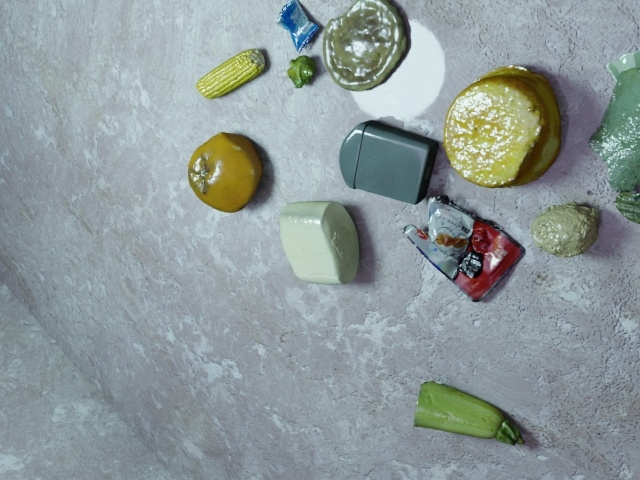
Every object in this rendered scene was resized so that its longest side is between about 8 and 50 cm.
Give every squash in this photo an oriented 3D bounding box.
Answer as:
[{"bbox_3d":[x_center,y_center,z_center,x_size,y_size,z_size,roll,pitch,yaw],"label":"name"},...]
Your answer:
[{"bbox_3d":[0.410,0.475,1.399,0.287,0.137,0.138,8,113,16],"label":"squash"}]

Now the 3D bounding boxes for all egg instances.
[{"bbox_3d":[0.531,-0.022,1.107,0.140,0.116,0.118,-5,101,9],"label":"egg"}]

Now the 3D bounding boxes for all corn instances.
[{"bbox_3d":[-0.265,-0.484,1.494,0.248,0.081,0.081,-16,98,36],"label":"corn"}]

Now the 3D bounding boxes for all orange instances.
[{"bbox_3d":[-0.291,-0.202,1.554,0.248,0.183,0.249,14,115,32],"label":"orange"}]

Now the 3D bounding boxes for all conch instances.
[{"bbox_3d":[-0.057,-0.452,1.368,0.121,0.074,0.089,34,103,46],"label":"conch"}]

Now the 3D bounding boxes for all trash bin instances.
[{"bbox_3d":[0.165,-0.202,1.301,0.236,0.101,0.177,22,117,23],"label":"trash bin"}]

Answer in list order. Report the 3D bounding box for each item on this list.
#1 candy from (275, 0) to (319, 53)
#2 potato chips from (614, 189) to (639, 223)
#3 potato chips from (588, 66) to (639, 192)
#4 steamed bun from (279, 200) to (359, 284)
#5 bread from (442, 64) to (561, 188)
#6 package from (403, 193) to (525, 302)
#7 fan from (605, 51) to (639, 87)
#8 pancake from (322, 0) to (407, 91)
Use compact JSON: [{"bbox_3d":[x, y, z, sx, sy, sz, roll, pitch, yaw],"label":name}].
[{"bbox_3d":[-0.067,-0.574,1.353,0.088,0.038,0.136,-45,71,34],"label":"candy"},{"bbox_3d":[0.706,-0.065,1.018,0.207,0.028,0.092,6,137,30],"label":"potato chips"},{"bbox_3d":[0.618,-0.217,1.007,0.167,0.059,0.228,-26,94,57],"label":"potato chips"},{"bbox_3d":[0.000,0.000,1.452,0.199,0.154,0.250,-1,113,38],"label":"steamed bun"},{"bbox_3d":[0.385,-0.239,1.107,0.268,0.145,0.269,14,114,34],"label":"bread"},{"bbox_3d":[0.347,0.011,1.282,0.269,0.071,0.194,35,127,3],"label":"package"},{"bbox_3d":[0.667,-0.289,0.982,0.240,0.009,0.131,43,123,14],"label":"fan"},{"bbox_3d":[0.102,-0.488,1.267,0.236,0.042,0.223,-3,102,34],"label":"pancake"}]
